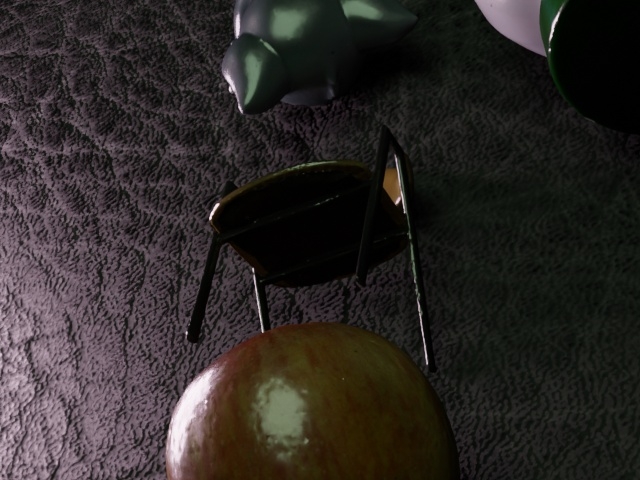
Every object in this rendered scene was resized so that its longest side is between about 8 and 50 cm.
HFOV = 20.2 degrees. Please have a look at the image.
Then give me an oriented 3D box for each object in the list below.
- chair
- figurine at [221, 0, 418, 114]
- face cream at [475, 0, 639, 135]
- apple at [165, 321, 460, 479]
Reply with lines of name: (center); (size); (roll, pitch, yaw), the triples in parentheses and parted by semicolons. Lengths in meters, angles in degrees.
chair: (0.000, 0.000, 1.507); (0.159, 0.172, 0.247); (-19, 50, 22)
figurine: (-0.021, -0.235, 1.759); (0.193, 0.140, 0.265); (-18, 64, -4)
face cream: (0.266, -0.281, 1.524); (0.312, 0.219, 0.357); (-23, 43, 16)
apple: (-0.005, 0.164, 1.306); (0.211, 0.211, 0.188); (-24, 68, 16)
